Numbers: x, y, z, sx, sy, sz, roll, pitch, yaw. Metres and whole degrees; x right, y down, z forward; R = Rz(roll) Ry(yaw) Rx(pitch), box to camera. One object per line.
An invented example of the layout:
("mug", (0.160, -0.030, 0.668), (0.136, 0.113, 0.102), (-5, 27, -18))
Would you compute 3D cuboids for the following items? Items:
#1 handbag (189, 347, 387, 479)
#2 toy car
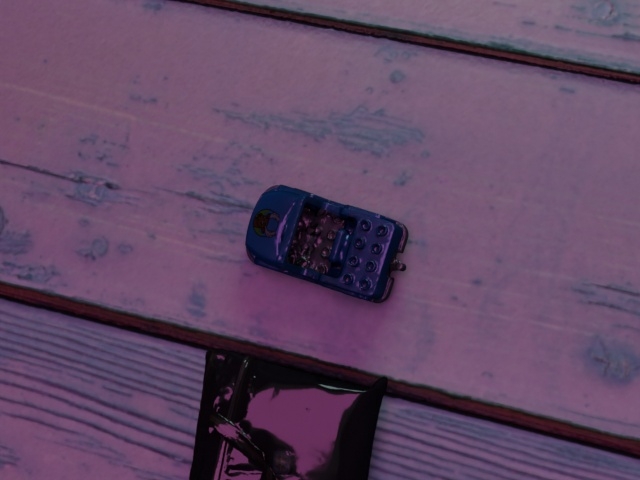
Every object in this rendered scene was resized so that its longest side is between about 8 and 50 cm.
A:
("handbag", (-0.049, 0.257, 1.494), (0.211, 0.088, 0.254), (9, 88, 6))
("toy car", (0.000, 0.000, 1.521), (0.191, 0.100, 0.097), (17, 88, 20))
